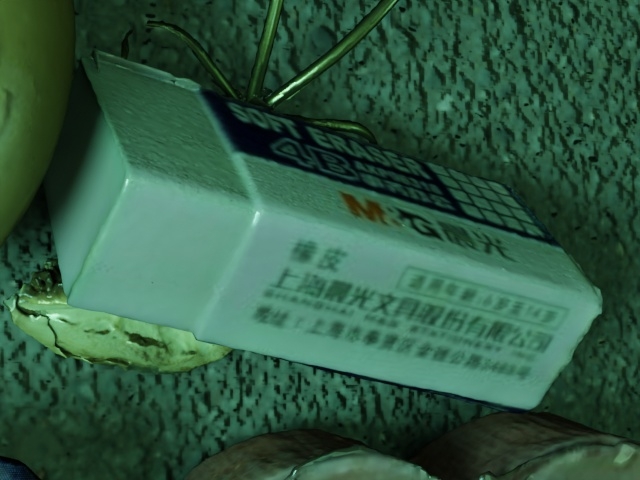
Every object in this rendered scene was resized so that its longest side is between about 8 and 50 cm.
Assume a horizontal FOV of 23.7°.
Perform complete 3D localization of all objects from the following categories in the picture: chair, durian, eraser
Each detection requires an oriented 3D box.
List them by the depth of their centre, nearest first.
[{"bbox_3d":[0.000,0.000,0.796,0.287,0.130,0.086,16,119,-30],"label":"eraser"},{"bbox_3d":[-0.102,0.031,0.811,0.130,0.052,0.066,14,117,-24],"label":"durian"},{"bbox_3d":[0.016,-0.200,0.839,0.160,0.170,0.325,25,118,-29],"label":"chair"}]

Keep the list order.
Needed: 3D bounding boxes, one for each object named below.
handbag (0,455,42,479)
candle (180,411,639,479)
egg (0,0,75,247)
[{"bbox_3d":[-0.242,0.154,0.650,0.260,0.162,0.113,-2,73,-29],"label":"handbag"},{"bbox_3d":[0.063,0.233,0.830,0.317,0.131,0.287,-5,95,-20],"label":"candle"},{"bbox_3d":[-0.205,-0.090,0.667,0.201,0.201,0.244,29,57,-24],"label":"egg"}]
